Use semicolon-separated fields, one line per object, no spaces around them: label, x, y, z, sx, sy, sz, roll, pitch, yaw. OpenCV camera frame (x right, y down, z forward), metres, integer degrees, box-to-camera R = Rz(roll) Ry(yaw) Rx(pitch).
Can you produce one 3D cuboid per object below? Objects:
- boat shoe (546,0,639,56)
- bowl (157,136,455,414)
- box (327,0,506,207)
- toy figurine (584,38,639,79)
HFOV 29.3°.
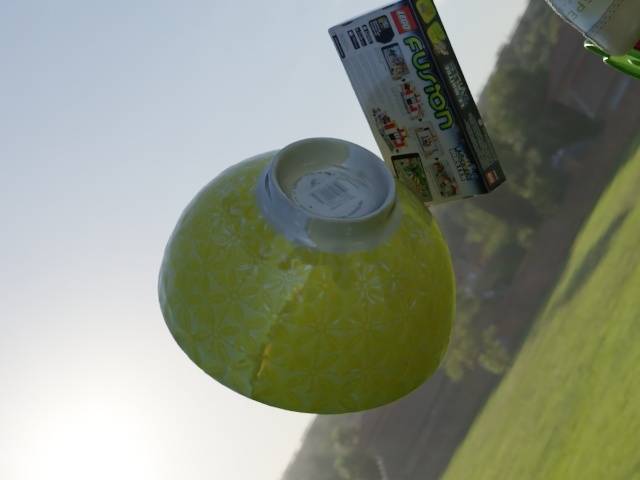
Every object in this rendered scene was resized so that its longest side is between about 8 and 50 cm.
boat shoe;0.243;-0.240;0.724;0.302;0.098;0.109;-48;-1;-5
bowl;0.000;0.000;1.126;0.289;0.289;0.156;-58;-14;-46
box;0.096;-0.135;1.222;0.114;0.207;0.036;-12;17;44
toy figurine;0.334;-0.226;1.120;0.130;0.173;0.159;27;99;54
